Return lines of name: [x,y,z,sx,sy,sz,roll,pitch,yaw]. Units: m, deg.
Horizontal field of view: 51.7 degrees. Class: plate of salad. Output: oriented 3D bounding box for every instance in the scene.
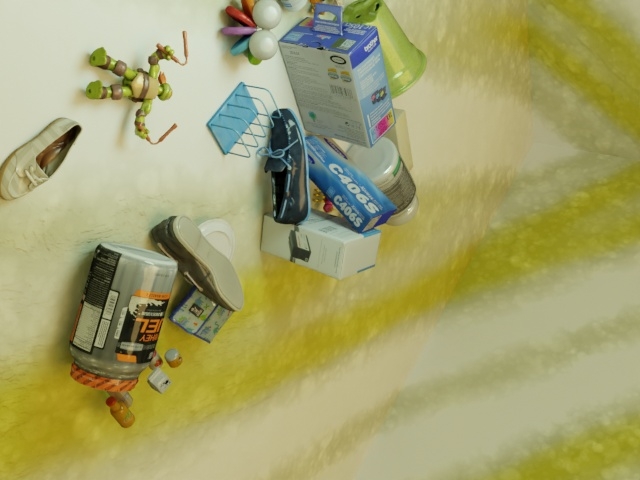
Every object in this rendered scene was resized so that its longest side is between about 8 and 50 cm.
plate of salad: [-0.316,0.032,1.837,0.200,0.048,0.200,-31,132,-42]

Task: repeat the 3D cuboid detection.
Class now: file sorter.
file sorter: [-0.201,-0.324,1.795,0.170,0.104,0.118,-57,146,-25]

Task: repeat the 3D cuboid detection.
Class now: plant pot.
plant pot: [0.169,-0.624,2.119,0.276,0.276,0.254,-57,135,-24]

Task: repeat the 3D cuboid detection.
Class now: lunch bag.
lunch bag: [-0.332,0.197,1.840,0.129,0.096,0.151,-52,134,-5]

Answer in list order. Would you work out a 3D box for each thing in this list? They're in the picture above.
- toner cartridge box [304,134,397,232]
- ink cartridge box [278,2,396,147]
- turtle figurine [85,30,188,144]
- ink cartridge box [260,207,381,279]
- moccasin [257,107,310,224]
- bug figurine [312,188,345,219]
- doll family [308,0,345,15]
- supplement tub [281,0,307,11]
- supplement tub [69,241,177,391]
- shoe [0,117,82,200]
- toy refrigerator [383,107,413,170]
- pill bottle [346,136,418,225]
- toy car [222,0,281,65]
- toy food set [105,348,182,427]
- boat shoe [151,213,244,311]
toner cartridge box: [0.069,-0.185,2.074,0.165,0.348,0.075,-21,154,-54]
ink cartridge box: [0.048,-0.489,1.941,0.151,0.270,0.395,-49,142,-26]
turtle figurine: [-0.405,-0.360,1.472,0.217,0.087,0.269,6,108,-51]
ink cartridge box: [0.000,0.000,2.076,0.223,0.307,0.129,-17,121,-54]
moccasin: [-0.105,-0.214,1.932,0.117,0.138,0.342,-12,94,-29]
bug figurine: [0.048,-0.090,2.335,0.279,0.072,0.216,-12,114,-55]
doll family: [0.005,-0.750,1.927,0.263,0.118,0.163,-34,128,-79]
supplement tub: [-0.088,-0.695,1.827,0.071,0.071,0.107,-63,147,-15]
supplement tub: [-0.463,0.175,1.537,0.193,0.193,0.316,13,94,-59]
shoe: [-0.565,-0.167,1.337,0.219,0.058,0.076,-57,145,-24]
toy refrigerator: [0.281,-0.375,2.536,0.094,0.102,0.269,-51,142,-31]
pill bottle: [0.237,-0.209,2.449,0.204,0.204,0.361,-63,147,-16]
toy car: [-0.184,-0.547,1.701,0.136,0.159,0.182,2,106,-22]
toy food set: [-0.466,0.349,1.693,0.232,0.111,0.104,-50,142,-29]
boat shoe: [-0.318,0.066,1.744,0.335,0.095,0.112,58,31,-33]
